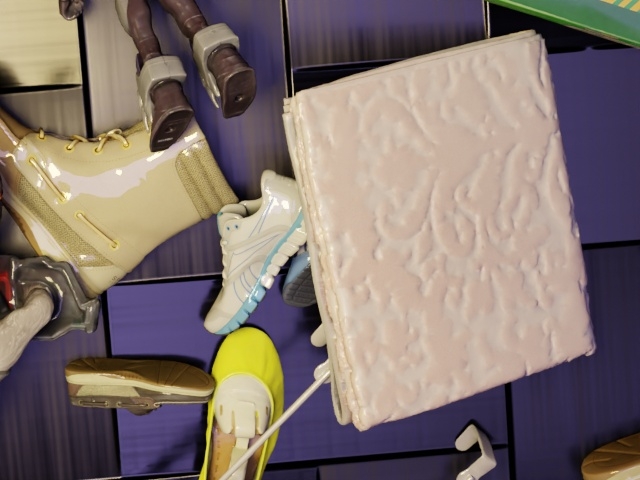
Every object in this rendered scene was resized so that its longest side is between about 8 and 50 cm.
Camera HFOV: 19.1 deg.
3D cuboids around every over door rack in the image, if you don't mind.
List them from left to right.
[{"bbox_3d":[0.005,0.272,1.845,0.239,0.108,0.324,39,89,-30],"label":"over door rack"}]

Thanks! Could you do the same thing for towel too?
[{"bbox_3d":[0.120,-0.013,1.823,0.317,0.053,0.331,-16,100,-34],"label":"towel"}]

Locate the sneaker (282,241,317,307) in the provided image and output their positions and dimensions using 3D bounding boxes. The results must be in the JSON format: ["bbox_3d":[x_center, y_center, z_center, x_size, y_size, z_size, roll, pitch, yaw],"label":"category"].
[{"bbox_3d":[0.000,0.000,1.887,0.053,0.059,0.144,13,112,-39],"label":"sneaker"}]

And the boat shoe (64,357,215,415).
[{"bbox_3d":[-0.178,0.148,1.889,0.152,0.056,0.049,7,112,13],"label":"boat shoe"}]

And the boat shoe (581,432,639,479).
[{"bbox_3d":[0.411,0.224,1.925,0.285,0.104,0.089,-16,103,8],"label":"boat shoe"}]

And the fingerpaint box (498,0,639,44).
[{"bbox_3d":[0.200,-0.406,1.787,0.445,0.163,0.371,17,96,-6],"label":"fingerpaint box"}]

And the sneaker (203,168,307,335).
[{"bbox_3d":[-0.073,0.007,1.854,0.083,0.071,0.190,29,112,-12],"label":"sneaker"}]

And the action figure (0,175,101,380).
[{"bbox_3d":[-0.398,0.039,1.760,0.341,0.178,0.330,-8,108,14],"label":"action figure"}]

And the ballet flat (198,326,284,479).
[{"bbox_3d":[-0.081,0.204,1.892,0.077,0.077,0.231,9,97,-3],"label":"ballet flat"}]

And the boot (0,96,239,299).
[{"bbox_3d":[-0.219,-0.093,1.830,0.203,0.095,0.262,-32,105,2],"label":"boot"}]

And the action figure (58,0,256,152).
[{"bbox_3d":[-0.165,-0.234,1.792,0.185,0.099,0.285,-19,70,-13],"label":"action figure"}]
